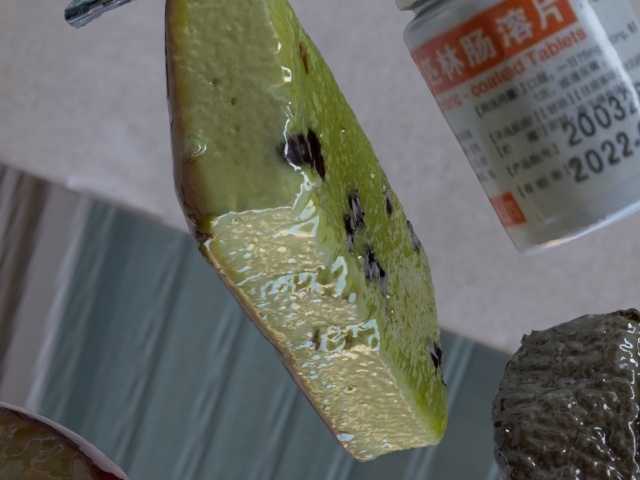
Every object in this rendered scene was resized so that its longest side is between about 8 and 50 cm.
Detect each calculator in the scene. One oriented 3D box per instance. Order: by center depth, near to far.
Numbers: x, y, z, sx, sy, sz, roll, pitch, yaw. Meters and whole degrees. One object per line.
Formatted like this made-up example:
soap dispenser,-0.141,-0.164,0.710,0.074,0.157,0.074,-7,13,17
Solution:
calculator,-0.121,-0.172,1.269,0.057,0.018,0.172,-57,-159,-19

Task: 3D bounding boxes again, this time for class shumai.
shumai,0.216,0.165,1.459,0.175,0.166,0.206,64,26,-70

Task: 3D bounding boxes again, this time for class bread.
bread,0.000,0.000,1.111,0.361,0.077,0.138,59,24,-60

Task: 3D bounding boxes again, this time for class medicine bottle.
medicine bottle,0.133,-0.128,1.250,0.144,0.252,0.144,-26,-178,1

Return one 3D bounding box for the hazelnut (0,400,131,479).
hazelnut,-0.185,0.203,1.000,0.229,0.229,0.229,20,90,-82
